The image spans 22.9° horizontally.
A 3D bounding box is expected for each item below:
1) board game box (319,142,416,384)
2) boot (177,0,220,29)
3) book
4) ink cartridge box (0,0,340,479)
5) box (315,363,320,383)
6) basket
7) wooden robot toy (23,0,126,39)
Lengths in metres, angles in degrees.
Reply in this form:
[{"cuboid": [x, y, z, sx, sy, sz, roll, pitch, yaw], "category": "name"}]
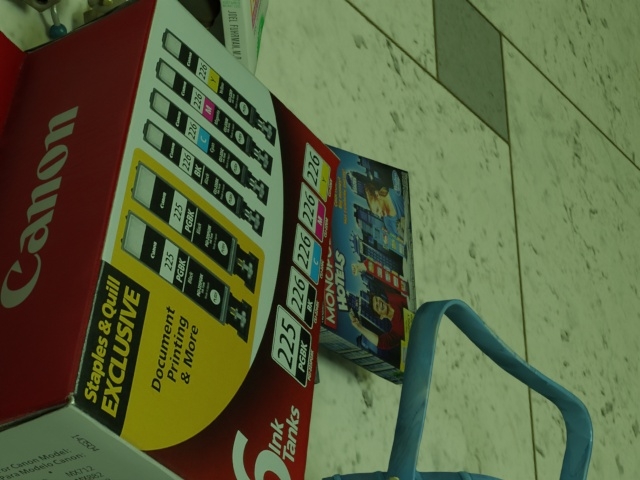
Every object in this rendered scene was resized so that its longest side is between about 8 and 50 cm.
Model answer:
[{"cuboid": [0.000, 0.000, 1.254, 0.194, 0.060, 0.194, 32, 48, -46], "category": "board game box"}, {"cuboid": [-0.116, -0.248, 1.157, 0.219, 0.106, 0.082, 49, 36, -32], "category": "boot"}, {"cuboid": [-0.063, -0.205, 1.233, 0.144, 0.035, 0.096, 87, 8, -53], "category": "book"}, {"cuboid": [-0.126, 0.014, 0.970, 0.272, 0.130, 0.309, 42, 41, -39], "category": "ink cartridge box"}, {"cuboid": [-0.042, 0.077, 1.115, 0.018, 0.083, 0.067, 23, 55, -53], "category": "box"}, {"cuboid": [0.123, 0.218, 1.187, 0.255, 0.201, 0.289, 36, 55, -44], "category": "basket"}, {"cuboid": [-0.180, -0.198, 1.067, 0.173, 0.076, 0.079, 35, 35, -46], "category": "wooden robot toy"}]
